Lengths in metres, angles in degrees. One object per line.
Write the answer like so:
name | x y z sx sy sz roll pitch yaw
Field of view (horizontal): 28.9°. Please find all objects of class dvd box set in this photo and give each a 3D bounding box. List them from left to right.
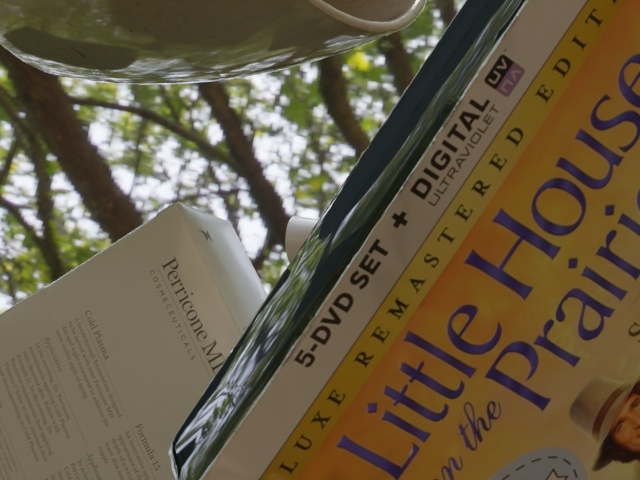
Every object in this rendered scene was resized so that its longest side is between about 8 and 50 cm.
dvd box set | 0.187 0.077 0.577 0.420 0.062 0.308 32 -82 -20

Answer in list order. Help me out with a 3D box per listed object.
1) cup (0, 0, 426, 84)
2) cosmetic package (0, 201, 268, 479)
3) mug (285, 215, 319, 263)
cup | -0.115 -0.233 0.822 0.331 0.237 0.331 37 -141 -38
cosmetic package | -0.107 0.210 0.786 0.284 0.377 0.097 -32 -16 14
mug | -0.001 -0.002 1.526 0.078 0.064 0.062 -55 -38 -60
